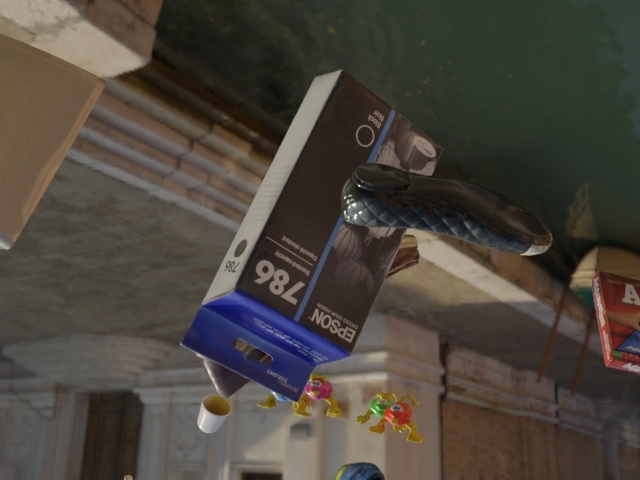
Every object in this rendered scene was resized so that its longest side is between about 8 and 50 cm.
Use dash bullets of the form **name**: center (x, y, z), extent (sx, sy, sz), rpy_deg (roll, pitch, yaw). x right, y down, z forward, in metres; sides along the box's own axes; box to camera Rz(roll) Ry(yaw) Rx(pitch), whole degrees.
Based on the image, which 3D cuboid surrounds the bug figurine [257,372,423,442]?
- **bug figurine**: center (0.044, 0.276, 1.306), extent (0.279, 0.072, 0.216), rpy_deg (10, 172, 10)

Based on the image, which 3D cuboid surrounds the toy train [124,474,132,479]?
- **toy train**: center (-0.272, 0.428, 1.147), extent (0.046, 0.125, 0.166), rpy_deg (28, 174, 47)

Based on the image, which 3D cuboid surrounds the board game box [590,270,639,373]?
- **board game box**: center (0.511, 0.132, 1.033), extent (0.281, 0.145, 0.027), rpy_deg (12, 137, -6)

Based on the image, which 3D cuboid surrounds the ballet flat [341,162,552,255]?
- **ballet flat**: center (0.101, -0.021, 0.617), extent (0.173, 0.057, 0.049), rpy_deg (16, 130, 0)

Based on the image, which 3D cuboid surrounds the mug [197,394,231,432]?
- **mug**: center (-0.217, 0.363, 1.576), extent (0.078, 0.062, 0.064), rpy_deg (9, 119, -32)

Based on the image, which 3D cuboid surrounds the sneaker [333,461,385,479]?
- **sneaker**: center (0.052, 0.389, 0.965), extent (0.069, 0.209, 0.082), rpy_deg (8, 168, -24)

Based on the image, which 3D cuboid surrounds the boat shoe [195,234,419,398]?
- **boat shoe**: center (-0.003, 0.103, 1.032), extent (0.342, 0.123, 0.123), rpy_deg (-25, 175, -18)

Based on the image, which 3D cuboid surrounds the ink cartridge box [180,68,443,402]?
- **ink cartridge box**: center (0.000, 0.000, 0.822), extent (0.165, 0.332, 0.065), rpy_deg (32, 166, -29)

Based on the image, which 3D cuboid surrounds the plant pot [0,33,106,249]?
- **plant pot**: center (-0.205, -0.066, 0.431), extent (0.096, 0.109, 0.109), rpy_deg (35, 161, -31)
